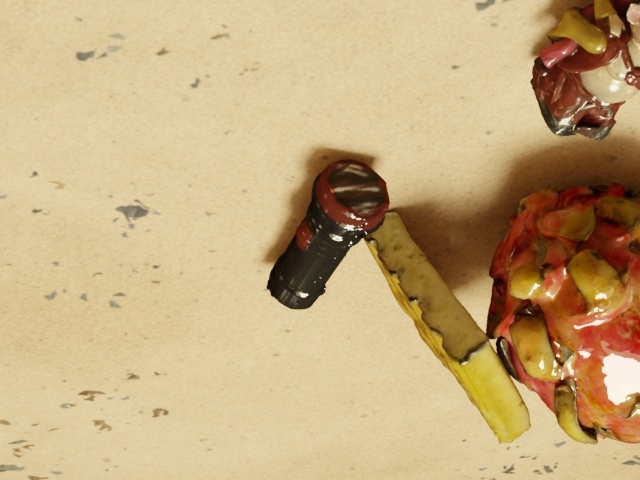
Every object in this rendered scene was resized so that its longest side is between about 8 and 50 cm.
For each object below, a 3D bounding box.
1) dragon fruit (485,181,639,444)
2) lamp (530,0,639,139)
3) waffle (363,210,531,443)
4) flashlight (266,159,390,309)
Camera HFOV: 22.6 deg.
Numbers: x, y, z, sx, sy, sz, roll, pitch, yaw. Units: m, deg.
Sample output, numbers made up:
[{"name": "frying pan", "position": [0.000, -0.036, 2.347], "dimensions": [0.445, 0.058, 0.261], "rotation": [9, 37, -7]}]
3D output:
[{"name": "dragon fruit", "position": [0.306, 0.072, 1.850], "dimensions": [0.314, 0.296, 0.263], "rotation": [-34, 134, 21]}, {"name": "lamp", "position": [0.306, -0.206, 1.606], "dimensions": [0.118, 0.118, 0.253], "rotation": [11, 142, -24]}, {"name": "waffle", "position": [0.151, 0.104, 1.916], "dimensions": [0.055, 0.248, 0.221], "rotation": [-35, 142, -1]}, {"name": "flashlight", "position": [0.000, 0.000, 1.870], "dimensions": [0.093, 0.093, 0.232], "rotation": [9, 145, -21]}]
